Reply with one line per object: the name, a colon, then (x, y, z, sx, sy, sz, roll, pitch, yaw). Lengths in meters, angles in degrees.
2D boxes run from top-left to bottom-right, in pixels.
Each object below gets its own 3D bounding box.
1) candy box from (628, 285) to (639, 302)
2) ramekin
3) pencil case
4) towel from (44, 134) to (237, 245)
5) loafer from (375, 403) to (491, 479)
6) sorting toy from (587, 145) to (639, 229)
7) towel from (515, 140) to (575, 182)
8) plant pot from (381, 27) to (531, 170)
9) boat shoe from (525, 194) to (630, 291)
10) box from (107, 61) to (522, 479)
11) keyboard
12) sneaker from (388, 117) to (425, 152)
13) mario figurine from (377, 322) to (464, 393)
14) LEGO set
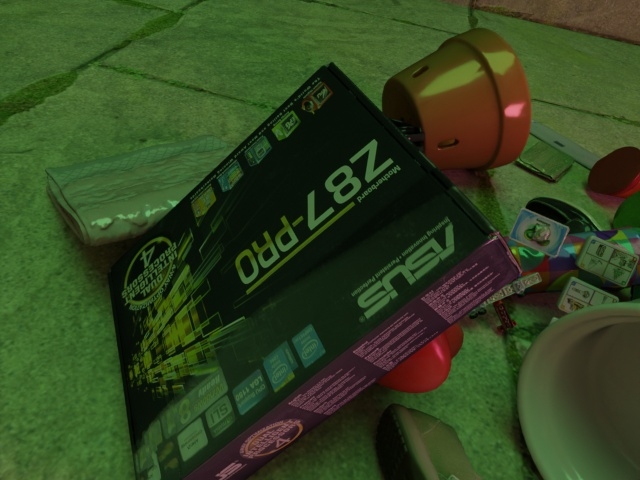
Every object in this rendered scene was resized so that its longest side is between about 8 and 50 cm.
candy box: (0.662, 0.100, 0.671, 0.268, 0.122, 0.317, 4, 5, -8)
ramekin: (0.363, 0.187, 0.500, 0.135, 0.277, 0.277, -10, 44, -34)
pencil case: (0.395, 0.031, 0.770, 0.236, 0.104, 0.104, -3, 40, 7)
towel: (-0.241, -0.098, 0.780, 0.332, 0.053, 0.317, -20, 31, -32)
loafer: (0.133, 0.274, 0.466, 0.092, 0.102, 0.268, 2, 38, -16)
sorting toy: (0.684, -0.042, 0.996, 0.126, 0.127, 0.365, 31, 37, -24)
towel: (0.541, -0.191, 1.168, 0.110, 0.027, 0.148, 37, 46, 26)
plant pot: (0.260, -0.268, 1.020, 0.204, 0.291, 0.291, -18, 46, -9)
boat shoe: (0.456, -0.001, 0.881, 0.079, 0.084, 0.233, -13, 49, -27)
box: (-0.052, 0.033, 0.526, 0.097, 0.395, 0.318, 38, 17, -49)
keyboard: (0.629, -0.252, 1.275, 0.072, 0.014, 0.256, -21, 49, -26)
sneaker: (0.163, -0.120, 0.902, 0.105, 0.146, 0.295, -11, 46, -27)
mario figurine: (0.094, 0.051, 0.625, 0.170, 0.198, 0.320, -29, 39, 8)
LEGO set: (0.311, 0.056, 0.724, 0.244, 0.182, 0.060, 23, 2, 0)
